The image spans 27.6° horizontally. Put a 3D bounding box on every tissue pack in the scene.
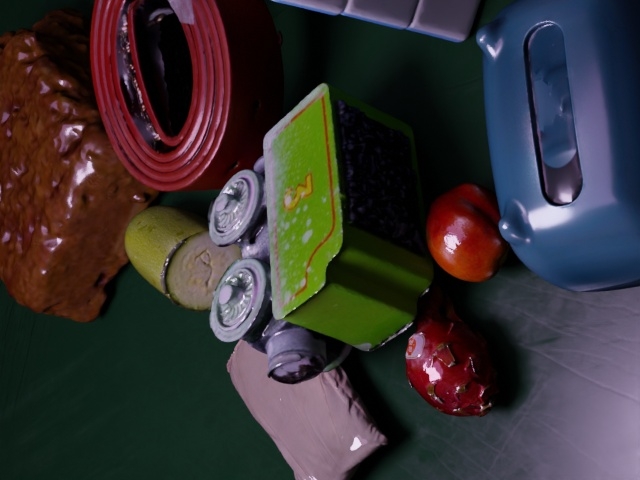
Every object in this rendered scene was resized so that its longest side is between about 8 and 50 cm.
[{"bbox_3d":[0.258,-0.101,1.185,0.198,0.206,0.287,-14,77,46],"label":"tissue pack"}]

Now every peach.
[{"bbox_3d":[0.155,-0.009,1.372,0.101,0.101,0.100,-6,82,48],"label":"peach"}]

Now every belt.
[{"bbox_3d":[-0.163,-0.221,1.588,0.227,0.115,0.323,-10,88,35],"label":"belt"}]

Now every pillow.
[{"bbox_3d":[-0.024,0.198,1.576,0.270,0.067,0.173,56,130,36],"label":"pillow"}]

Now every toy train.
[{"bbox_3d":[0.000,0.000,1.463,0.249,0.173,0.307,-37,43,36],"label":"toy train"}]

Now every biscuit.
[{"bbox_3d":[-0.402,-0.119,1.954,0.395,0.166,0.342,52,127,37],"label":"biscuit"}]

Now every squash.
[{"bbox_3d":[-0.199,0.015,1.755,0.187,0.123,0.123,27,107,50],"label":"squash"}]

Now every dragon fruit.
[{"bbox_3d":[0.124,0.110,1.406,0.094,0.094,0.190,-53,46,31],"label":"dragon fruit"}]

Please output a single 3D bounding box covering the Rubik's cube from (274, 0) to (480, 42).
[{"bbox_3d":[0.015,-0.406,1.419,0.292,0.290,0.291,34,112,45],"label":"Rubik's cube"}]
